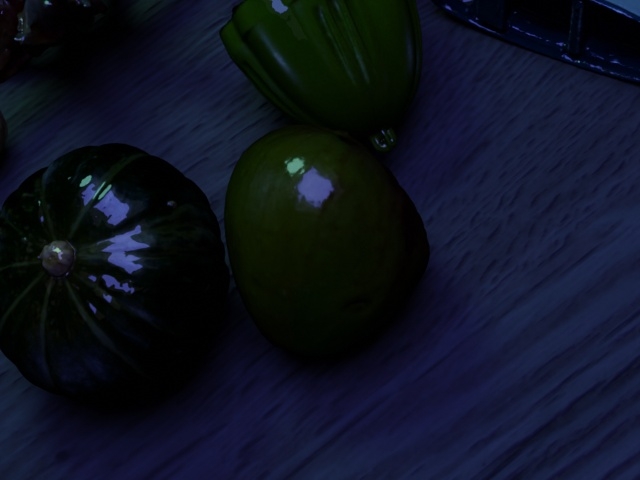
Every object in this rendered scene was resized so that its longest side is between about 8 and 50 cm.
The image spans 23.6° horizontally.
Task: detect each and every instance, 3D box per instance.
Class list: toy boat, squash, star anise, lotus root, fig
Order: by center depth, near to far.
[{"bbox_3d":[-0.178,0.027,1.277,0.218,0.172,0.218,-5,80,34],"label":"squash"},{"bbox_3d":[0.000,0.000,1.279,0.181,0.181,0.191,16,86,16],"label":"fig"},{"bbox_3d":[0.025,-0.154,1.373,0.186,0.186,0.186,-4,61,7],"label":"lotus root"},{"bbox_3d":[0.243,-0.211,1.399,0.299,0.096,0.061,23,59,18],"label":"toy boat"},{"bbox_3d":[-0.240,-0.232,1.431,0.288,0.088,0.288,-28,23,13],"label":"star anise"}]

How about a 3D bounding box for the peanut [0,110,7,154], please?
[{"bbox_3d":[-0.388,-0.058,1.410,0.226,0.095,0.108,-38,78,-16],"label":"peanut"}]
